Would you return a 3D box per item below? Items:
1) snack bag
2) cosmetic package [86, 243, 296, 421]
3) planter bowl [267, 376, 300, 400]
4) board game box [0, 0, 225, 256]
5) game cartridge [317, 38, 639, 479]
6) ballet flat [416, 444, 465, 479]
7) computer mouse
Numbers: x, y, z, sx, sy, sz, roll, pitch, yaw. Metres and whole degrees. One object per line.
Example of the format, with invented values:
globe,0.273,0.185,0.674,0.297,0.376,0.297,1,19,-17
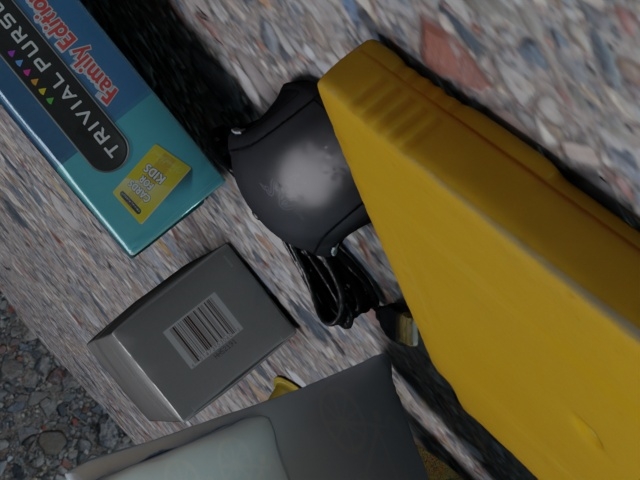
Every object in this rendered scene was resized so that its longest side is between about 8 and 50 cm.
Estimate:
snack bag,0.013,0.252,1.176,0.037,0.342,0.323,-26,83,35
cosmetic package,-0.117,0.084,1.601,0.107,0.127,0.238,51,169,-1
planter bowl,-0.004,0.238,1.736,0.217,0.090,0.217,47,167,14
board game box,-0.182,-0.107,1.289,0.254,0.079,0.336,51,175,-3
game cartridge,0.144,0.076,0.883,0.324,0.053,0.285,43,166,38
ballet flat,0.118,0.285,1.369,0.348,0.123,0.123,48,167,-3
computer mouse,0.000,0.000,1.113,0.184,0.060,0.262,53,167,-8
